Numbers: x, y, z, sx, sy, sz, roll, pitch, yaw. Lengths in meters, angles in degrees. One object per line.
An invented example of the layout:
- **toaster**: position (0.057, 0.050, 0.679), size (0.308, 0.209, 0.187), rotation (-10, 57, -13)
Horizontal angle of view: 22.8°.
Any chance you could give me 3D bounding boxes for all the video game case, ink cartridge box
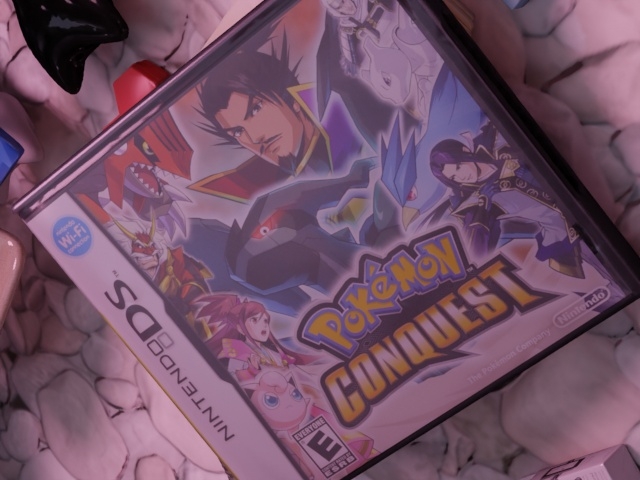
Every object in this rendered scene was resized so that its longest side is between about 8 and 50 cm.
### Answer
- **video game case**: position (0.000, 0.000, 0.891), size (0.275, 0.035, 0.248), rotation (-36, 97, 24)
- **ink cartridge box**: position (0.152, 0.156, 0.933), size (0.083, 0.028, 0.048), rotation (-29, 92, 43)

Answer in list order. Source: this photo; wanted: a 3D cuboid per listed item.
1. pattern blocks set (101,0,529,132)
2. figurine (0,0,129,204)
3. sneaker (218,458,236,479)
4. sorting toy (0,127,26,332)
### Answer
- **pattern blocks set**: position (-0.003, -0.104, 0.932), size (0.285, 0.026, 0.325), rotation (38, 129, 18)
- **figurine**: position (-0.239, -0.149, 1.060), size (0.209, 0.092, 0.215), rotation (47, 132, 6)
- **sneaker**: position (-0.067, 0.064, 1.011), size (0.106, 0.078, 0.234), rotation (4, 115, 42)
- **sorting toy**: position (-0.313, 0.035, 1.128), size (0.196, 0.047, 0.348), rotation (26, 115, 4)
